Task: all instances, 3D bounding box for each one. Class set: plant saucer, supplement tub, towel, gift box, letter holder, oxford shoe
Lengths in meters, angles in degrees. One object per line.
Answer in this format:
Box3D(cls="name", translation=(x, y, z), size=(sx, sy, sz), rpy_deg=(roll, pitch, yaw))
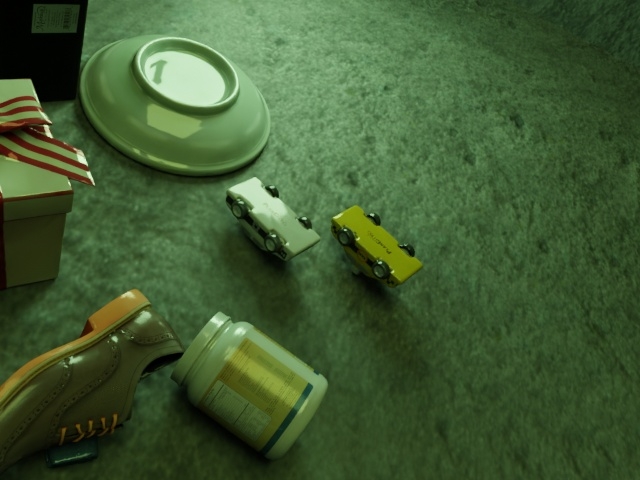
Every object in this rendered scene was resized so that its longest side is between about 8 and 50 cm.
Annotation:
Box3D(cls="plant saucer", translation=(-0.282, -0.313, 1.309), size=(0.400, 0.100, 0.400), rpy_deg=(14, 48, -17))
Box3D(cls="supplement tub", translation=(-0.105, 0.212, 0.945), size=(0.199, 0.144, 0.144), rpy_deg=(35, 46, 3))
Box3D(cls="towel", translation=(-0.344, 0.248, 0.871), size=(0.067, 0.029, 0.119), rpy_deg=(-3, 55, -27))
Box3D(cls="gift box", translation=(-0.483, -0.067, 0.896), size=(0.255, 0.258, 0.276), rpy_deg=(-18, 63, -36))
Box3D(cls="letter holder", translation=(-0.532, -0.431, 1.132), size=(0.152, 0.302, 0.214), rpy_deg=(-15, 62, -36))
Box3D(cls="oxford shoe", translation=(-0.317, 0.208, 0.813), size=(0.133, 0.130, 0.364), rpy_deg=(42, 47, 2))

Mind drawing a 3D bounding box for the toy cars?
Box3D(cls="toy cars", translation=(0.000, 0.000, 1.218), size=(0.393, 0.087, 0.176), rpy_deg=(15, 44, -12))
